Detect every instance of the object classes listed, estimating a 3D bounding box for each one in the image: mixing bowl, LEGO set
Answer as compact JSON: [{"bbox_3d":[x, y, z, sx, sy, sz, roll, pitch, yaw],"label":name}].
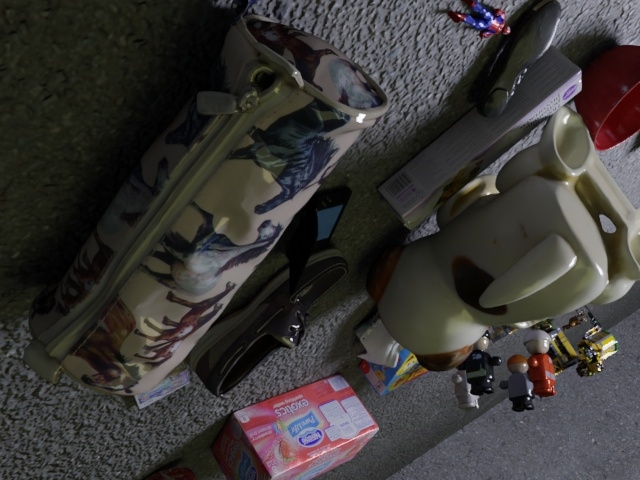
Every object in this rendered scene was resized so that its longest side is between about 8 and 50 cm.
[{"bbox_3d":[0.476,-0.242,1.128,0.181,0.098,0.181,-28,151,-18],"label":"mixing bowl"},{"bbox_3d":[0.517,0.211,1.691,0.192,0.331,0.255,-24,170,-22],"label":"LEGO set"}]

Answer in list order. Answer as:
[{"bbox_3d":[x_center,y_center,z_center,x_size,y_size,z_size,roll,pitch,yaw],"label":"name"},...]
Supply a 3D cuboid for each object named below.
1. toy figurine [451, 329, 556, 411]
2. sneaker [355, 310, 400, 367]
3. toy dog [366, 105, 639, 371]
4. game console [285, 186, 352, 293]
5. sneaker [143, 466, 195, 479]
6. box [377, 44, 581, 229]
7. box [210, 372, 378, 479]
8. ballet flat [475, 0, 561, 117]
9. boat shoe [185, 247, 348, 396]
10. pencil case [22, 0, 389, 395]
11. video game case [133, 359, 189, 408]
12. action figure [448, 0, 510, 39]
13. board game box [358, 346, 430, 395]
[{"bbox_3d":[0.401,0.286,1.568,0.213,0.148,0.209,1,153,-2],"label":"toy figurine"},{"bbox_3d":[0.117,0.170,1.379,0.094,0.080,0.212,8,128,1],"label":"sneaker"},{"bbox_3d":[0.272,0.056,1.110,0.408,0.284,0.395,-34,-167,42],"label":"toy dog"},{"bbox_3d":[0.000,0.000,0.959,0.107,0.071,0.122,-16,147,-36],"label":"game console"},{"bbox_3d":[-0.336,0.517,1.370,0.225,0.088,0.093,-39,174,3],"label":"sneaker"},{"bbox_3d":[0.229,-0.145,1.017,0.324,0.067,0.063,-40,154,3],"label":"box"},{"bbox_3d":[-0.049,0.407,1.447,0.300,0.154,0.142,-11,143,-43],"label":"box"},{"bbox_3d":[0.256,-0.243,0.937,0.057,0.049,0.173,17,121,-24],"label":"ballet flat"},{"bbox_3d":[-0.065,0.124,1.050,0.285,0.092,0.103,-36,152,-4],"label":"boat shoe"},{"bbox_3d":[-0.123,-0.023,0.674,0.410,0.160,0.183,-49,159,21],"label":"pencil case"},{"bbox_3d":[-0.241,0.205,1.054,0.087,0.011,0.122,-27,151,-21],"label":"video game case"},{"bbox_3d":[0.196,-0.261,0.838,0.115,0.030,0.038,-5,134,-50],"label":"action figure"},{"bbox_3d":[0.270,0.180,1.552,0.308,0.086,0.302,-16,146,-36],"label":"board game box"}]
